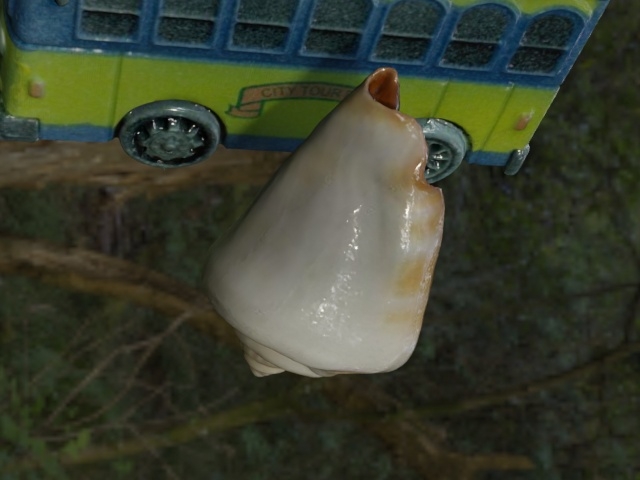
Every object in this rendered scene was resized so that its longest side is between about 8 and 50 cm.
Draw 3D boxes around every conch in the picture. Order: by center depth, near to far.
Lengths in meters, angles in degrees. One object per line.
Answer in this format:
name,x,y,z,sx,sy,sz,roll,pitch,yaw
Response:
conch,0.009,0.003,0.626,0.094,0.176,0.104,26,21,-37

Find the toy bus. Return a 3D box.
toy bus,-0.019,-0.144,0.689,0.190,0.312,0.152,112,-24,-54
